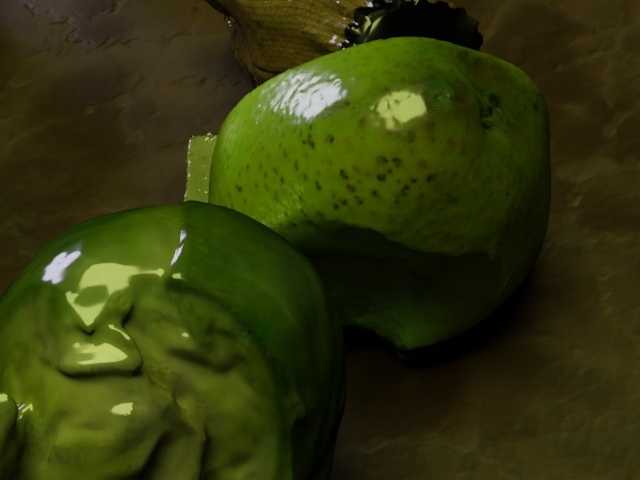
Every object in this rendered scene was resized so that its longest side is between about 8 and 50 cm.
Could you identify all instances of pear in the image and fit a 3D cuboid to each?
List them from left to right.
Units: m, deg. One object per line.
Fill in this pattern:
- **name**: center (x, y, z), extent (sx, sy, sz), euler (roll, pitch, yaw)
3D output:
- **pear**: center (0.064, -0.035, 1.393), extent (0.292, 0.292, 0.159), euler (-3, 59, 10)

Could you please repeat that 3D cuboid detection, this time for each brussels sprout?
- **brussels sprout**: center (-0.128, 0.151, 1.290), extent (0.276, 0.315, 0.371), euler (20, 91, -5)

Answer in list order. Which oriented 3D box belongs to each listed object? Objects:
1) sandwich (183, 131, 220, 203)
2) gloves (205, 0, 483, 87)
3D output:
- **sandwich**: center (0.000, 0.000, 1.547), extent (0.245, 0.063, 0.212), euler (-3, 53, 10)
- **gloves**: center (0.007, -0.190, 1.635), extent (0.203, 0.155, 0.356), euler (-3, 26, -24)
